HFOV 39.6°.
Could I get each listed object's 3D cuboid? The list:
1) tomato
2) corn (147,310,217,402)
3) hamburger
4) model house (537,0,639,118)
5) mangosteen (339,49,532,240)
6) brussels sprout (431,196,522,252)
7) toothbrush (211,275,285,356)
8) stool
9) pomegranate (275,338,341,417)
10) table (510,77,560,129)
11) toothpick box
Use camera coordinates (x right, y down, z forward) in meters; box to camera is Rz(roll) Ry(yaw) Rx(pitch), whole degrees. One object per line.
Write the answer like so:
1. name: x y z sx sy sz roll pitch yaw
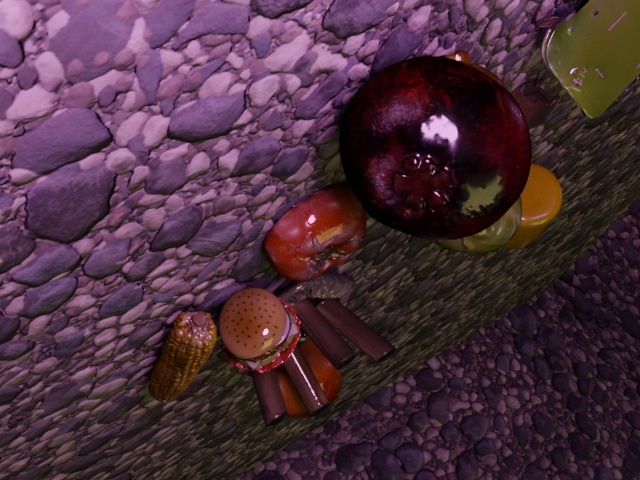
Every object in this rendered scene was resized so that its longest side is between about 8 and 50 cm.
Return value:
1. tomato: 0.000 0.000 1.699 0.237 0.095 0.237 -31 160 -13
2. corn: -0.279 0.237 1.781 0.097 0.097 0.320 -22 158 -36
3. hamburger: -0.128 0.172 1.781 0.175 0.175 0.137 -34 155 -7
4. model house: 0.515 -0.403 1.643 0.294 0.154 0.207 -47 117 4
5. mangosteen: 0.175 -0.147 1.385 0.297 0.297 0.293 -41 -161 13
6. brussels sprout: 0.317 -0.069 1.912 0.244 0.244 0.244 -32 161 -13
7. toothbrush: -0.126 0.130 1.884 0.354 0.029 0.024 -44 173 20
8. stool: -0.027 0.246 2.035 0.310 0.226 0.310 -41 161 19
9. pomegranate: -0.049 0.360 2.296 0.209 0.209 0.209 -32 161 -13
10. table: 0.433 -0.282 1.834 0.083 0.070 0.082 -20 151 -39
11. toothpick box: 0.512 -0.077 2.303 0.175 0.175 0.271 -34 164 -9
